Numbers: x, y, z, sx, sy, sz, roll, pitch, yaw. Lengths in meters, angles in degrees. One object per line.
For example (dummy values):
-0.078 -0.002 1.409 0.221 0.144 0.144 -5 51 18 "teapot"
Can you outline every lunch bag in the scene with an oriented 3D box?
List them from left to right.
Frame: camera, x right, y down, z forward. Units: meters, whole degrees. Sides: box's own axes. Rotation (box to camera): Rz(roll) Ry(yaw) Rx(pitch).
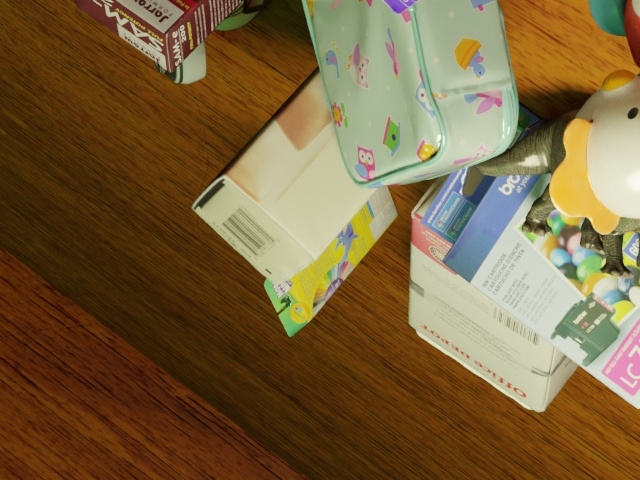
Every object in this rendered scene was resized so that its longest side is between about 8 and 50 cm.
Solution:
0.075 -0.195 1.645 0.224 0.108 0.279 -21 79 64 "lunch bag"

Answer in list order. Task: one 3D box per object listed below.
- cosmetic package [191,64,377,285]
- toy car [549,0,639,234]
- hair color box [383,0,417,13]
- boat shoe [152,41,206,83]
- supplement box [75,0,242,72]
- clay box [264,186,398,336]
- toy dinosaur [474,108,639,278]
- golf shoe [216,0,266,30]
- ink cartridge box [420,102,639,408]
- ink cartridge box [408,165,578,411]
0.019 -0.110 1.805 0.129 0.296 0.153 43 158 -4 "cosmetic package"
0.269 -0.109 1.399 0.219 0.238 0.210 14 131 55 "toy car"
0.141 -0.311 1.337 0.110 0.185 0.339 43 160 -6 "hair color box"
-0.228 -0.308 2.062 0.121 0.119 0.335 53 167 45 "boat shoe"
-0.123 -0.297 1.756 0.130 0.239 0.073 35 159 16 "supplement box"
0.000 0.000 2.169 0.053 0.222 0.127 27 155 34 "clay box"
0.282 -0.060 1.701 0.121 0.160 0.313 3 -161 -38 "toy dinosaur"
-0.118 -0.289 1.943 0.105 0.120 0.273 38 161 3 "golf shoe"
0.259 0.009 1.814 0.311 0.065 0.186 38 118 13 "ink cartridge box"
0.214 0.053 2.044 0.207 0.117 0.283 34 158 19 "ink cartridge box"
